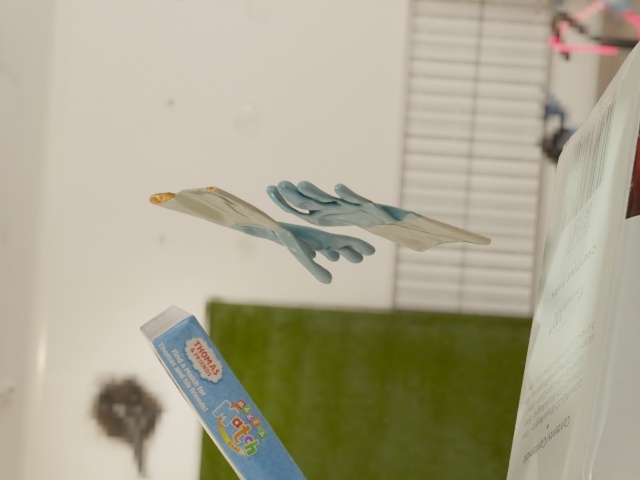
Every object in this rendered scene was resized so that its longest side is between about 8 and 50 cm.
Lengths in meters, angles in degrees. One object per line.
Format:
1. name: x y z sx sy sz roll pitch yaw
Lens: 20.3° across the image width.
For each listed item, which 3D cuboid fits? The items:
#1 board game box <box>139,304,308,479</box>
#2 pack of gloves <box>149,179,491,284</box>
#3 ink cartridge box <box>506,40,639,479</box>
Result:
1. board game box: -0.068 0.123 1.275 0.160 0.039 0.211 56 172 -5
2. pack of gloves: 0.000 0.000 1.534 0.232 0.195 0.046 19 -107 -46
3. ink cartridge box: 0.245 0.093 0.750 0.130 0.309 0.272 115 168 -66
